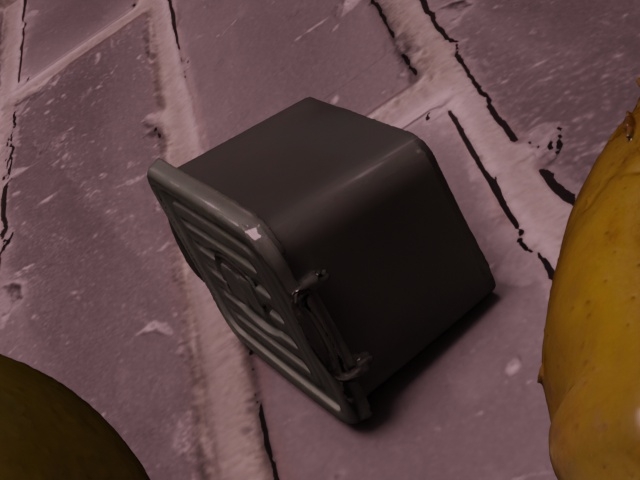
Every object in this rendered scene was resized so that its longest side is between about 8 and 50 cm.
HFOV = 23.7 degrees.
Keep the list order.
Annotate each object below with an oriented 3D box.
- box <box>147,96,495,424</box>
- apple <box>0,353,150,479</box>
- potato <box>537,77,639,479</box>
[{"bbox_3d":[0.000,0.000,1.024,0.135,0.163,0.243,-33,24,-13],"label":"box"},{"bbox_3d":[-0.228,0.198,0.862,0.292,0.254,0.292,-24,28,14],"label":"apple"},{"bbox_3d":[0.195,0.027,0.749,0.173,0.140,0.300,-11,41,29],"label":"potato"}]
